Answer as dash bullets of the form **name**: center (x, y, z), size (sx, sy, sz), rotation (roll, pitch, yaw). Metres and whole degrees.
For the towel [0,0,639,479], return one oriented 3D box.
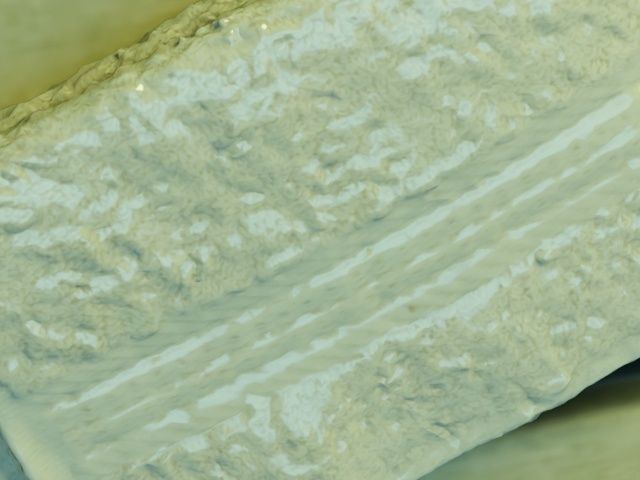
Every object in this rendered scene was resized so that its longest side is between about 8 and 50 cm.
- **towel**: center (0.000, 0.000, 0.608), size (0.282, 0.049, 0.187), rotation (-29, 122, 6)
